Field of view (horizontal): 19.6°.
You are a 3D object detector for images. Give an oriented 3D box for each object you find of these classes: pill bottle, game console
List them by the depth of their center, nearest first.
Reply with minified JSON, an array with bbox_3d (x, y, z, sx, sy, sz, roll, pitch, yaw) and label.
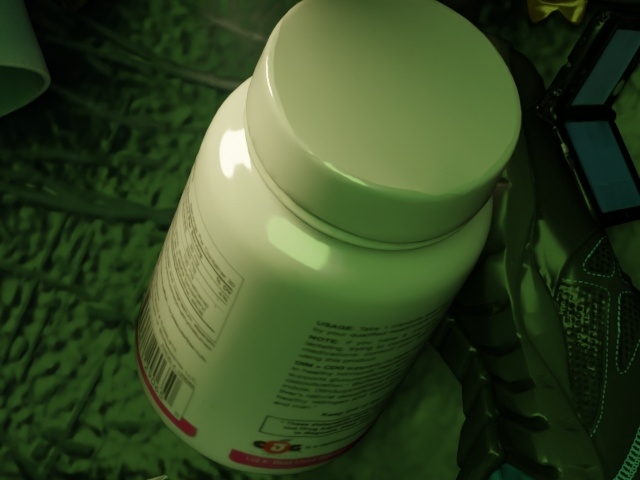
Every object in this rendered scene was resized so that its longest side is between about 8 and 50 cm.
[{"bbox_3d":[0.000,0.000,1.025,0.160,0.283,0.160,9,55,-13],"label":"pill bottle"},{"bbox_3d":[0.180,-0.073,1.090,0.071,0.122,0.107,36,107,17],"label":"game console"}]

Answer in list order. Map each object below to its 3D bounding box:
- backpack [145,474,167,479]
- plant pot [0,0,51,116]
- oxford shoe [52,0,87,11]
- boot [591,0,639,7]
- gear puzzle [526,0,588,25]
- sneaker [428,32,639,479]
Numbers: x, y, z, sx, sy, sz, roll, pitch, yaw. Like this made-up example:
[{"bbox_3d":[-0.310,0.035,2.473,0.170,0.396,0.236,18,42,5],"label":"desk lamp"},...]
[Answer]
[{"bbox_3d":[-0.170,0.278,1.081,0.355,0.273,0.290,4,89,-13],"label":"backpack"},{"bbox_3d":[-0.326,-0.176,1.092,0.293,0.293,0.235,-13,86,8],"label":"plant pot"},{"bbox_3d":[-0.197,-0.248,1.201,0.227,0.083,0.096,44,68,13],"label":"oxford shoe"},{"bbox_3d":[0.095,-0.201,0.916,0.367,0.445,0.146,-4,91,14],"label":"boot"},{"bbox_3d":[0.144,-0.302,1.157,0.175,0.044,0.339,-8,89,13],"label":"gear puzzle"},{"bbox_3d":[0.136,0.041,1.113,0.139,0.125,0.341,1,72,-30],"label":"sneaker"}]
